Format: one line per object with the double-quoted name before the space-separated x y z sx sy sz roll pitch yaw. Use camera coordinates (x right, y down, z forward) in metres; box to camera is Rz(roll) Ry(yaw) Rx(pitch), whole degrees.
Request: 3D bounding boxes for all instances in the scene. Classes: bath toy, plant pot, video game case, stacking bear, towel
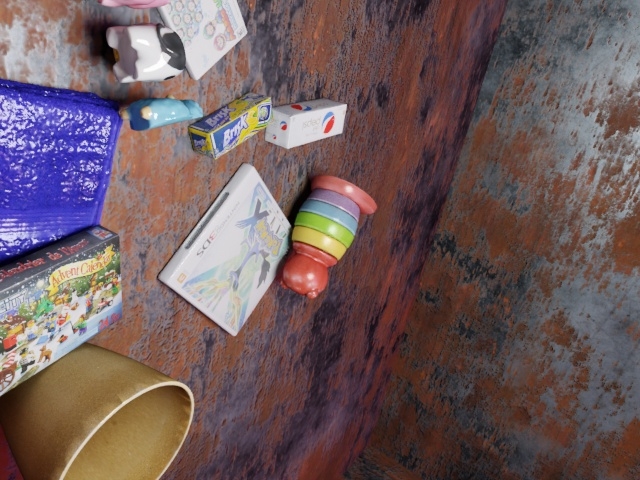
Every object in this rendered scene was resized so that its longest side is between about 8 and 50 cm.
"bath toy" -0.232 -0.329 0.674 0.129 0.151 0.348 -25 123 -39
"plant pot" -0.366 0.254 0.769 0.237 0.254 0.237 -43 148 -36
"video game case" -0.185 0.035 1.157 0.300 0.036 0.329 -57 152 -17
"stacking bear" 0.000 0.000 1.263 0.289 0.175 0.164 -67 158 -11
"video game case" -0.192 -0.371 0.838 0.143 0.019 0.157 -53 150 -23
"towel" -0.386 -0.052 0.691 0.227 0.076 0.308 -13 122 -58

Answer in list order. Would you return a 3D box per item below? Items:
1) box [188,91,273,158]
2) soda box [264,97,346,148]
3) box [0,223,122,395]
"box" -0.165 -0.220 0.963 0.169 0.059 0.054 -44 143 -36
"soda box" -0.030 -0.270 1.153 0.216 0.069 0.074 -28 135 -48
"box" -0.375 0.094 0.688 0.233 0.044 0.159 -39 148 -52
